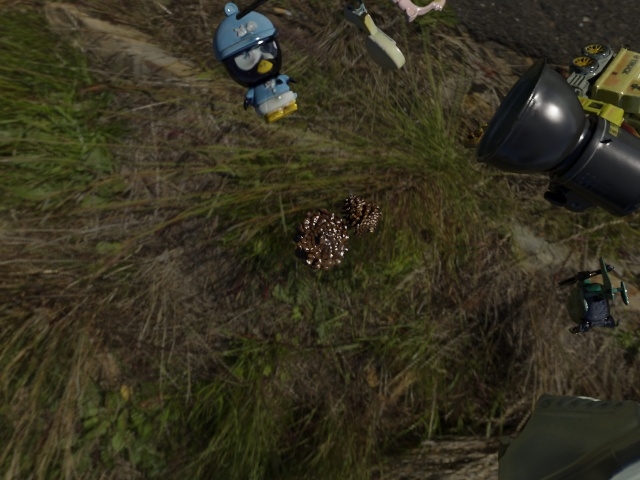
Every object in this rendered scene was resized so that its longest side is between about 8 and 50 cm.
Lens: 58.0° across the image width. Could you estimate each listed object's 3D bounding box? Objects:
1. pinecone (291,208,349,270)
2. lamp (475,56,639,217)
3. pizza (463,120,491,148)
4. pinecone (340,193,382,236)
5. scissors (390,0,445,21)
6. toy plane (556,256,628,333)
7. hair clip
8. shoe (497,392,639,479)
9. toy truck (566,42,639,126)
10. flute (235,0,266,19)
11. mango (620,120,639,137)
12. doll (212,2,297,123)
[{"bbox_3d":[0.001,0.001,1.744,0.179,0.150,0.195,-34,136,-9],"label":"pinecone"},{"bbox_3d":[0.333,-0.106,0.739,0.227,0.147,0.172,30,152,-2],"label":"lamp"},{"bbox_3d":[0.522,-0.333,1.788,0.175,0.134,0.046,-18,113,8],"label":"pizza"},{"bbox_3d":[0.100,-0.066,1.459,0.102,0.102,0.109,-37,95,17],"label":"pinecone"},{"bbox_3d":[0.234,-0.592,1.273,0.160,0.317,0.024,38,150,0],"label":"scissors"},{"bbox_3d":[0.659,0.141,1.407,0.106,0.381,0.155,-12,77,11],"label":"toy plane"},{"bbox_3d":[0.139,-0.528,1.477,0.071,0.159,0.218,-37,75,3],"label":"hair clip"},{"bbox_3d":[0.353,0.251,0.729,0.131,0.160,0.363,19,133,-16],"label":"shoe"},{"bbox_3d":[0.484,-0.228,0.999,0.157,0.272,0.124,25,146,34],"label":"toy truck"},{"bbox_3d":[-0.074,-0.451,1.033,0.269,0.014,0.014,-8,117,47],"label":"flute"},{"bbox_3d":[0.626,-0.247,1.344,0.133,0.267,0.111,-43,119,14],"label":"mango"},{"bbox_3d":[-0.169,-0.465,1.501,0.177,0.141,0.314,-30,100,-13],"label":"doll"}]
